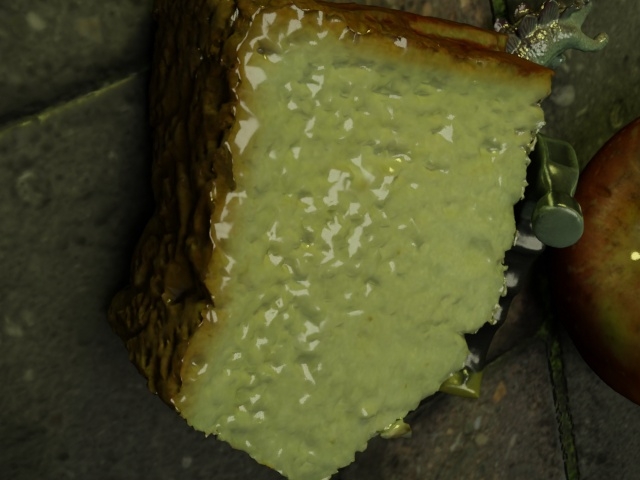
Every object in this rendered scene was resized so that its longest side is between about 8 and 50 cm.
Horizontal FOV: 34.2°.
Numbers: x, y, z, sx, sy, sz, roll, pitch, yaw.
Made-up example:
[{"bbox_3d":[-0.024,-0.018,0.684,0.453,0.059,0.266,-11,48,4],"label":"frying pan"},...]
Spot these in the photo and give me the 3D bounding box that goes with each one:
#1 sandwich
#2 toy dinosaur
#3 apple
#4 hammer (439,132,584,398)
[{"bbox_3d":[0.000,0.000,0.711,0.262,0.131,0.326,3,104,-36],"label":"sandwich"},{"bbox_3d":[0.152,-0.132,0.815,0.209,0.039,0.082,-50,128,-5],"label":"toy dinosaur"},{"bbox_3d":[0.331,0.016,0.863,0.206,0.251,0.272,16,86,-42],"label":"apple"},{"bbox_3d":[0.145,0.022,0.828,0.041,0.159,0.227,16,122,-4],"label":"hammer"}]
